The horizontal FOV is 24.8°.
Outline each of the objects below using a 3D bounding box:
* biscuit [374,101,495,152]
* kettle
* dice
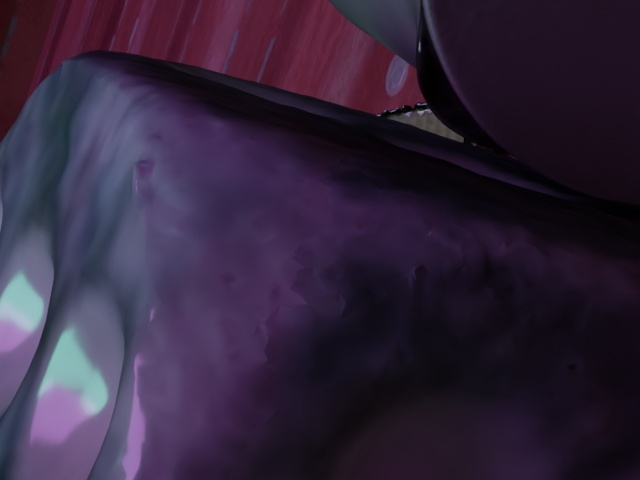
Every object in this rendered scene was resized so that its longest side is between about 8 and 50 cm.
[{"bbox_3d":[0.000,0.000,0.935,0.250,0.046,0.147,-11,62,36],"label":"biscuit"},{"bbox_3d":[0.132,-0.157,0.647,0.318,0.265,0.205,-116,21,-71],"label":"kettle"},{"bbox_3d":[0.007,0.121,0.585,0.328,0.348,0.330,33,109,64],"label":"dice"}]
